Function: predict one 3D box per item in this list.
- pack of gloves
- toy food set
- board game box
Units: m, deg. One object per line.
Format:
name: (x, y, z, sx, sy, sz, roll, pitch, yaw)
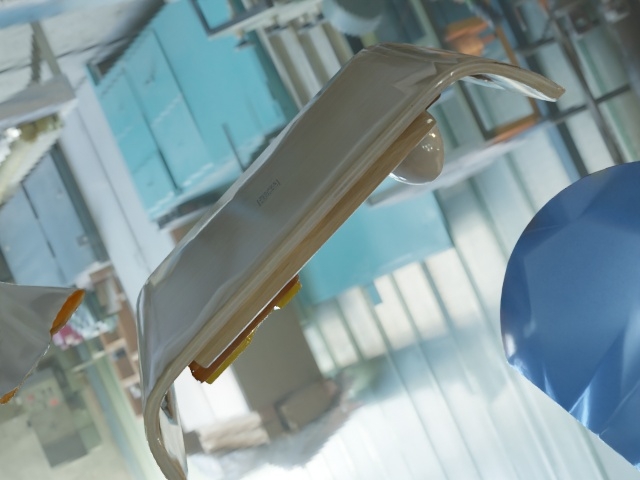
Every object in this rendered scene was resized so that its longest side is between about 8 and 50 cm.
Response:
pack of gloves: (-0.273, 0.087, 0.676, 0.232, 0.046, 0.195, 3, -129, 46)
toy food set: (0.000, 0.000, 0.698, 0.306, 0.092, 0.220, -48, -164, 3)
board game box: (0.167, 0.040, 0.514, 0.033, 0.168, 0.133, -25, 149, -52)
